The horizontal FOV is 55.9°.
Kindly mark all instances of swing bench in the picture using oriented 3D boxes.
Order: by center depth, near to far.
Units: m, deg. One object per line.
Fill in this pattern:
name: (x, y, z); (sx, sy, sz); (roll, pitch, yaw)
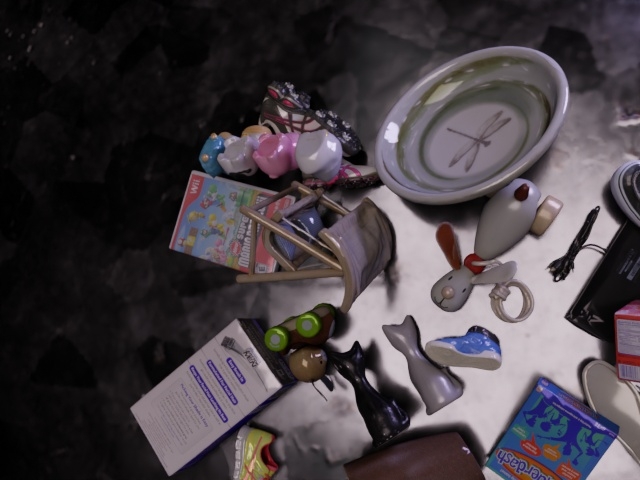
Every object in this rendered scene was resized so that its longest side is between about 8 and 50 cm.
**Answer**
swing bench: (0.000, 0.000, 1.240); (0.254, 0.253, 0.165); (13, 112, 19)

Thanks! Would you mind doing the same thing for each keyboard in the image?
keyboard: (0.585, 0.032, 1.195); (0.201, 0.033, 0.317); (32, 92, 11)

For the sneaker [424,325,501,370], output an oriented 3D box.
sneaker: (0.292, 0.212, 1.236); (0.152, 0.084, 0.058); (7, 129, 11)

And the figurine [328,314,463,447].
figurine: (0.151, 0.277, 1.242); (0.215, 0.092, 0.209); (-25, 70, -18)

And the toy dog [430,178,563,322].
toy dog: (0.345, -0.003, 1.203); (0.220, 0.161, 0.334); (15, 88, 18)

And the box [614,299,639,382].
box: (0.661, 0.183, 1.042); (0.257, 0.122, 0.128); (0, 99, 45)

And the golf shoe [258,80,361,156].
golf shoe: (-0.026, -0.256, 1.393); (0.273, 0.105, 0.120); (39, 114, 21)

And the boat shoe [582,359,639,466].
boat shoe: (0.592, 0.336, 1.129); (0.095, 0.079, 0.254); (-48, 64, 23)

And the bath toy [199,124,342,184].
bath toy: (-0.095, -0.185, 1.331); (0.348, 0.129, 0.151); (7, 62, 34)

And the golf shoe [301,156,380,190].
golf shoe: (0.044, -0.160, 1.362); (0.186, 0.067, 0.086); (-2, 82, 17)

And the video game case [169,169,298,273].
video game case: (-0.211, -0.040, 1.448); (0.285, 0.025, 0.204); (16, 88, 18)

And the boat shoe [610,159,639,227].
boat shoe: (0.689, -0.030, 1.101); (0.335, 0.119, 0.121); (43, 95, 10)

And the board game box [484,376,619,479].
board game box: (0.437, 0.394, 1.152); (0.160, 0.047, 0.210); (32, 110, 23)

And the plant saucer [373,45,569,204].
plant saucer: (0.304, -0.216, 1.224); (0.400, 0.100, 0.400); (-21, 46, 23)

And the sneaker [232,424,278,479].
sneaker: (-0.141, 0.519, 1.333); (0.094, 0.081, 0.208); (1, 85, 11)

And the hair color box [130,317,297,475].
hair color box: (-0.243, 0.350, 1.370); (0.339, 0.110, 0.185); (-40, 73, 11)

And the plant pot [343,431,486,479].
plant pot: (0.197, 0.482, 1.186); (0.230, 0.215, 0.215); (-29, 76, -4)

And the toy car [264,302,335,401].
toy car: (-0.014, 0.247, 1.295); (0.149, 0.155, 0.188); (-25, 87, 13)
